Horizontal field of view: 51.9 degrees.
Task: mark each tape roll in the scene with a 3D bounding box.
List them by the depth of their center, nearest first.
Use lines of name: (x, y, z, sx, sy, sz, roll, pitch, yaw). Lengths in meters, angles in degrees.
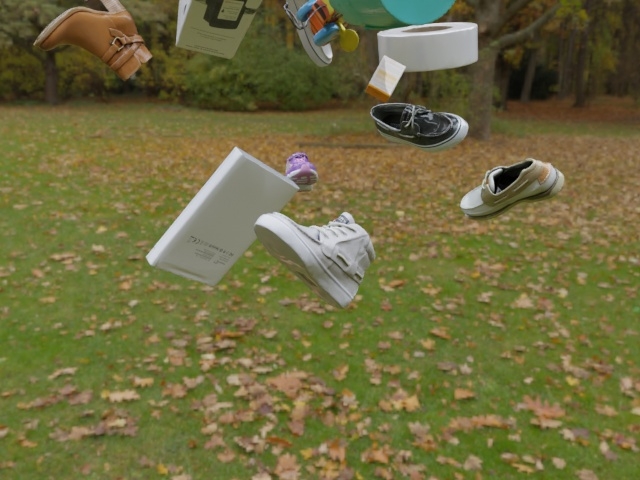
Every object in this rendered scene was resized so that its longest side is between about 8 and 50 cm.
tape roll: (0.304, -0.555, 1.876, 0.286, 0.100, 0.286, -6, 23, 2)

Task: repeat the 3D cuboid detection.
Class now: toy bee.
toy bee: (0.033, -0.552, 1.608, 0.162, 0.195, 0.298, -33, 21, 14)

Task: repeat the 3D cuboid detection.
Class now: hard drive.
hard drive: (-0.240, -0.048, 1.645, 0.233, 0.353, 0.047, 27, 19, -52)

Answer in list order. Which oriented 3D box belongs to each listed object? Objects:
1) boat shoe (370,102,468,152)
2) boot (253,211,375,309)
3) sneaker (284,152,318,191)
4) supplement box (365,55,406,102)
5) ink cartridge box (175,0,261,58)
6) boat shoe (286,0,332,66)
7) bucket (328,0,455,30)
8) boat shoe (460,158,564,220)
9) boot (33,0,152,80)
boat shoe: (0.274, -0.340, 1.939, 0.335, 0.121, 0.119, 13, -13, 47)
boot: (0.000, 0.000, 1.028, 0.095, 0.123, 0.258, 23, -17, 37)
sneaker: (-0.060, -0.200, 1.844, 0.095, 0.105, 0.236, 1, -4, -6)
supplement box: (0.159, -0.394, 1.607, 0.062, 0.099, 0.036, 29, -19, 0)
ink cartridge box: (-0.141, -0.412, 0.977, 0.100, 0.172, 0.237, 7, -19, -22)
boat shoe: (-0.013, -0.608, 1.815, 0.088, 0.268, 0.096, -6, 35, 28)
bucket: (0.155, -0.571, 1.347, 0.281, 0.281, 0.183, -7, 24, -30)
boat shoe: (0.462, -0.138, 1.671, 0.103, 0.113, 0.302, 33, -31, -24)
boot: (-0.409, -0.357, 1.209, 0.072, 0.152, 0.197, -1, 39, 48)
